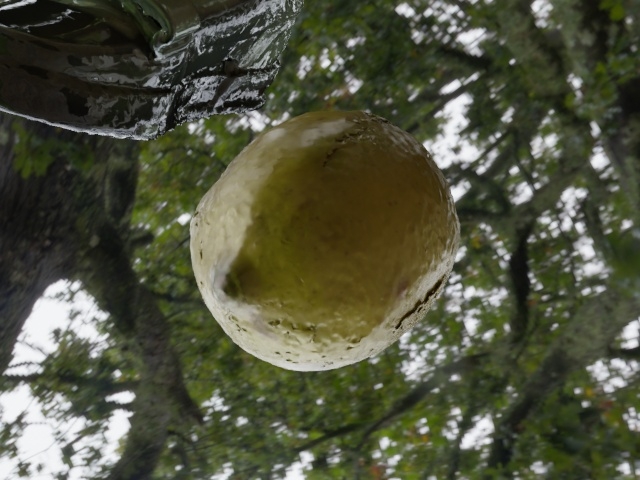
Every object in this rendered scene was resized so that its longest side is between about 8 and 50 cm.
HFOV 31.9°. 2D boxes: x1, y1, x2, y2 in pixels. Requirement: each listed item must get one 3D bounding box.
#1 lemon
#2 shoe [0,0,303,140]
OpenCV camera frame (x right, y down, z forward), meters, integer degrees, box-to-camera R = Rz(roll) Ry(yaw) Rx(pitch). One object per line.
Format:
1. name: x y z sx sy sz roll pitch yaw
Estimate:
1. lemon: 0.000 0.000 1.131 0.258 0.258 0.310 55 -137 -1
2. shoe: -0.092 -0.147 0.637 0.109 0.149 0.293 28 -162 15
